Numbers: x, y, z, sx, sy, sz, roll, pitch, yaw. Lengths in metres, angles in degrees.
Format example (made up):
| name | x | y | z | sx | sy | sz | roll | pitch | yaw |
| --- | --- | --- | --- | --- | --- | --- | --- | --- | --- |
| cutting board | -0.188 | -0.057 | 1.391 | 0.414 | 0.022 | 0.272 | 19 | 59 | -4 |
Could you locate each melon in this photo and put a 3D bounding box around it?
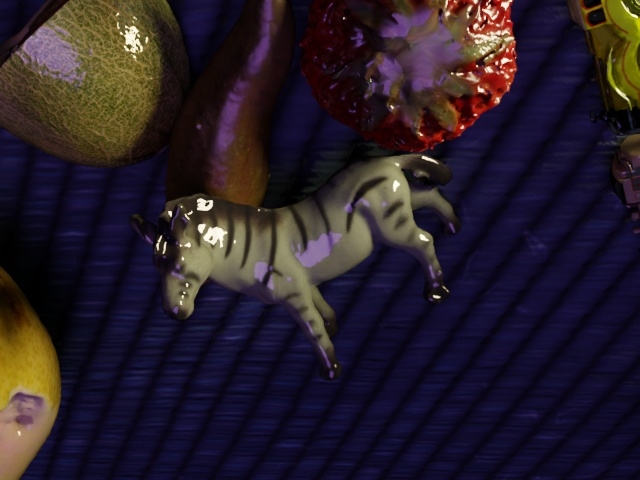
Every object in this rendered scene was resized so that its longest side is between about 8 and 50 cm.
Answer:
| name | x | y | z | sx | sy | sz | roll | pitch | yaw |
| --- | --- | --- | --- | --- | --- | --- | --- | --- | --- |
| melon | -0.153 | -0.099 | 0.508 | 0.160 | 0.079 | 0.128 | -38 | 113 | 24 |

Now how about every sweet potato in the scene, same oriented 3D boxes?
| name | x | y | z | sx | sy | sz | roll | pitch | yaw |
| --- | --- | --- | --- | --- | --- | --- | --- | --- | --- |
| sweet potato | -0.064 | -0.070 | 0.530 | 0.077 | 0.077 | 0.244 | 15 | 118 | -6 |

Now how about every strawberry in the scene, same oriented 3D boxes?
| name | x | y | z | sx | sy | sz | roll | pitch | yaw |
| --- | --- | --- | --- | --- | --- | --- | --- | --- | --- |
| strawberry | 0.053 | -0.121 | 0.478 | 0.145 | 0.086 | 0.145 | 0 | 124 | 1 |

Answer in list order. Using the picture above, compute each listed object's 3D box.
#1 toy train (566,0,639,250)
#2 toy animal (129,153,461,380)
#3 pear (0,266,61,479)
| name | x | y | z | sx | sy | sz | roll | pitch | yaw |
| --- | --- | --- | --- | --- | --- | --- | --- | --- | --- |
| toy train | 0.231 | -0.082 | 0.516 | 0.085 | 0.053 | 0.250 | -16 | 122 | 23 |
| toy animal | -0.003 | -0.001 | 0.524 | 0.217 | 0.073 | 0.176 | -37 | 121 | -7 |
| pear | -0.325 | 0.121 | 0.569 | 0.271 | 0.271 | 0.271 | 2 | 124 | 2 |
